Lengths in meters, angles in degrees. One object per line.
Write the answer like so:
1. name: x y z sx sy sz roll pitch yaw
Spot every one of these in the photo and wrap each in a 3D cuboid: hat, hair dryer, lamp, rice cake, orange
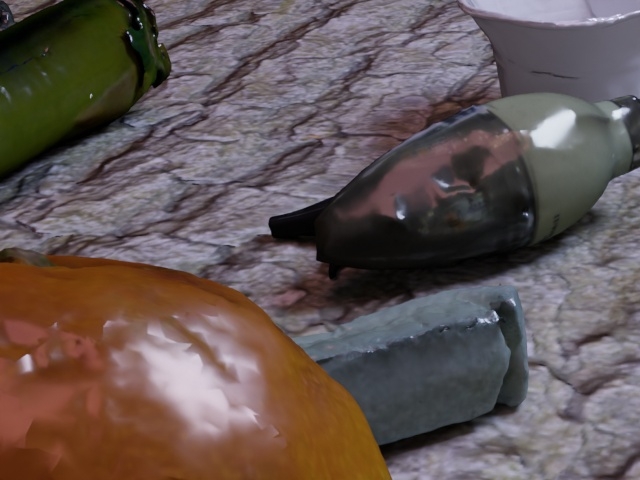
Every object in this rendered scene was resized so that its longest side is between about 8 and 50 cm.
1. hat: 0.196 -0.144 1.187 0.203 0.126 0.203 -5 24 2
2. hair dryer: 0.000 0.000 1.040 0.079 0.031 0.083 -11 30 15
3. lamp: 0.107 -0.038 1.006 0.250 0.101 0.101 -18 26 -17
4. rice cake: -0.044 0.090 0.790 0.336 0.066 0.063 -12 24 -16
5. orange: -0.100 0.118 0.520 0.261 0.261 0.261 -5 24 2

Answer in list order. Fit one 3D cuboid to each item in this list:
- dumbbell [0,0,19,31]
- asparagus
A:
1. dumbbell: -0.355 -0.182 1.461 0.254 0.081 0.081 -2 24 7
2. asparagus: -0.269 -0.093 1.214 0.128 0.108 0.382 10 30 30
